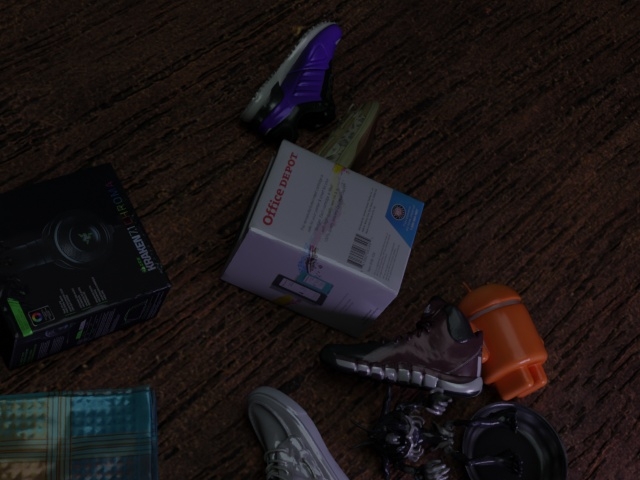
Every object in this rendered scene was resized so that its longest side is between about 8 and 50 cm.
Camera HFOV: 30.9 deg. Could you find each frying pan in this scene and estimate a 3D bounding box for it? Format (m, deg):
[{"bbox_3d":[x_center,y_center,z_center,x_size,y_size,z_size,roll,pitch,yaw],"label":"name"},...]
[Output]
[{"bbox_3d":[0.340,0.432,1.960,0.197,0.053,0.326,0,64,-19],"label":"frying pan"}]

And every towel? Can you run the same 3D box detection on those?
[{"bbox_3d":[-0.417,0.346,1.688,0.370,0.040,0.271,-1,59,-13],"label":"towel"}]

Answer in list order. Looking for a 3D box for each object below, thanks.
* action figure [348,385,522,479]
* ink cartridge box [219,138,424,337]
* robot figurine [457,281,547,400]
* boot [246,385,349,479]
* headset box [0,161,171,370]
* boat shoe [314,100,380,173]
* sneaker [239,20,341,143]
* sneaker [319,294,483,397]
[{"bbox_3d":[0.188,0.320,1.887,0.275,0.141,0.164,1,80,-4],"label":"action figure"},{"bbox_3d":[0.000,0.000,1.980,0.270,0.197,0.198,24,57,-7],"label":"ink cartridge box"},{"bbox_3d":[0.320,0.171,2.054,0.158,0.128,0.219,-19,71,-10],"label":"robot figurine"},{"bbox_3d":[-0.051,0.354,1.812,0.258,0.095,0.123,50,38,9],"label":"boot"},{"bbox_3d":[-0.423,0.039,1.836,0.283,0.131,0.246,-19,70,-28],"label":"headset box"},{"bbox_3d":[0.044,-0.182,2.136,0.089,0.105,0.285,17,36,9],"label":"boat shoe"},{"bbox_3d":[-0.021,-0.286,2.197,0.146,0.102,0.293,38,61,-3],"label":"sneaker"},{"bbox_3d":[0.145,0.166,1.962,0.281,0.106,0.163,12,81,-5],"label":"sneaker"}]
